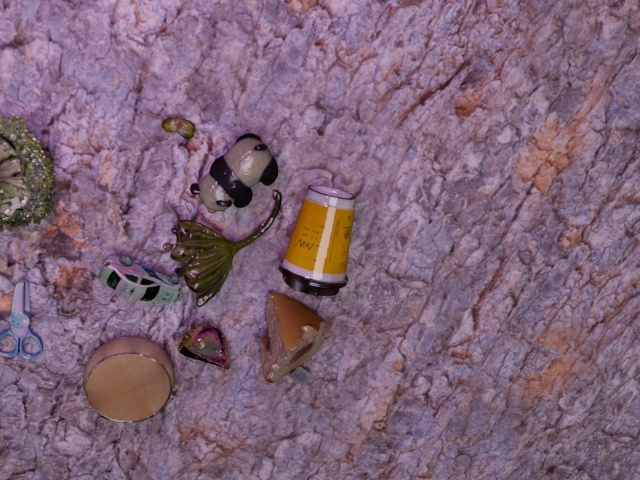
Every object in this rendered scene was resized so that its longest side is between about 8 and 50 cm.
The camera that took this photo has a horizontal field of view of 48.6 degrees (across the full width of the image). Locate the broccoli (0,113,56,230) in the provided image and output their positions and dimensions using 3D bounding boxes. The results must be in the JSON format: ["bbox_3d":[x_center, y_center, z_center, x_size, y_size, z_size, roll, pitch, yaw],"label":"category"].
[{"bbox_3d":[-0.775,-0.188,1.635,0.375,0.302,0.249,38,64,-19],"label":"broccoli"}]

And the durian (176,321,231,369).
[{"bbox_3d":[-0.333,0.294,2.047,0.186,0.119,0.108,32,67,-34],"label":"durian"}]

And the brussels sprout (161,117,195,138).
[{"bbox_3d":[-0.358,-0.285,1.786,0.083,0.046,0.051,10,153,-15],"label":"brussels sprout"}]

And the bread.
[{"bbox_3d":[-0.059,0.293,2.026,0.211,0.224,0.184,14,117,-25],"label":"bread"}]

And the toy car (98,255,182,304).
[{"bbox_3d":[-0.487,0.118,1.918,0.224,0.076,0.090,24,125,-20],"label":"toy car"}]

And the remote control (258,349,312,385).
[{"bbox_3d":[-0.107,0.376,2.153,0.184,0.027,0.050,38,101,-19],"label":"remote control"}]

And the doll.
[{"bbox_3d":[-0.217,-0.168,1.800,0.234,0.135,0.144,-40,83,11],"label":"doll"}]

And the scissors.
[{"bbox_3d":[-0.821,0.216,1.935,0.125,0.030,0.256,7,116,-13],"label":"scissors"}]

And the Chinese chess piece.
[{"bbox_3d":[-0.548,0.399,2.032,0.257,0.104,0.257,-5,115,-10],"label":"Chinese chess piece"}]

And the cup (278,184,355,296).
[{"bbox_3d":[0.000,0.000,1.920,0.196,0.196,0.280,9,104,-15],"label":"cup"}]

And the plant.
[{"bbox_3d":[-0.239,0.033,1.897,0.333,0.180,0.251,-12,127,-9],"label":"plant"}]
